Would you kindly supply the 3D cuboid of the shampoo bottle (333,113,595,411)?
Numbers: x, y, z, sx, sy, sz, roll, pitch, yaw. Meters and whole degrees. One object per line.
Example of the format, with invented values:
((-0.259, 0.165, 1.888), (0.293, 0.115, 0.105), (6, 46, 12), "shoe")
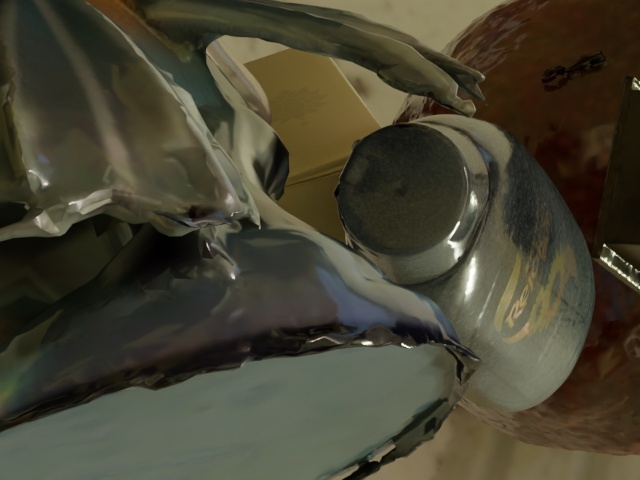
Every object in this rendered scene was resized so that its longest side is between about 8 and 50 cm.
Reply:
((0.057, 0.009, 0.698), (0.049, 0.233, 0.087), (16, -98, 19), "shampoo bottle")

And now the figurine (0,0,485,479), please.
((-0.093, -0.117, 0.557), (0.276, 0.388, 0.248), (1, 152, -41), "figurine")

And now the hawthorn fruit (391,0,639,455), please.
((0.162, -0.008, 1.127), (0.285, 0.285, 0.369), (-41, -174, -24), "hawthorn fruit")

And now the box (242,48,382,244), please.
((0.000, 0.000, 1.294), (0.095, 0.212, 0.168), (-18, -145, -7), "box")

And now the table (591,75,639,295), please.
((0.173, -0.019, 0.823), (0.082, 0.070, 0.083), (4, -107, 35), "table")
